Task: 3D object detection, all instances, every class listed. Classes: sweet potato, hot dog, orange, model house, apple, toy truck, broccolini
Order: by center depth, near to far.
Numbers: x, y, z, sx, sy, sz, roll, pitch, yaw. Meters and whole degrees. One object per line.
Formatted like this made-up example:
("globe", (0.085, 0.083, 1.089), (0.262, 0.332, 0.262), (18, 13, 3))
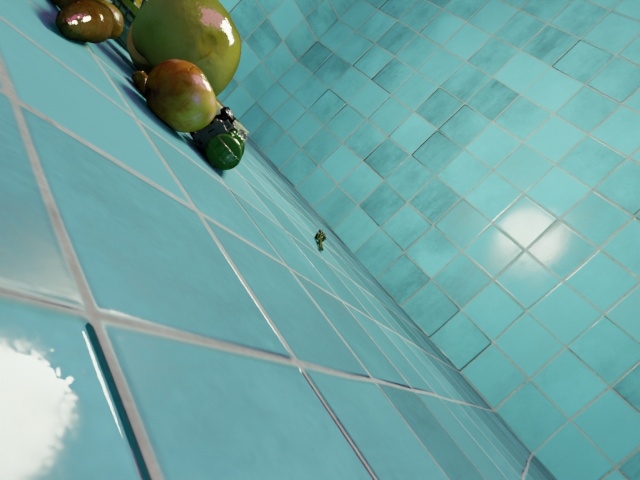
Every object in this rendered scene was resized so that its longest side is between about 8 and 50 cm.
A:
("sweet potato", (-0.457, -0.436, 0.864), (0.108, 0.079, 0.346), (24, 16, -45))
("apple", (-0.288, -0.292, 0.916), (0.146, 0.146, 0.146), (46, 5, -5))
("hot dog", (-0.377, -0.336, 0.976), (0.083, 0.035, 0.058), (49, 1, 26))
("toy truck", (-0.232, -0.241, 1.071), (0.125, 0.101, 0.242), (58, 3, -20))
("orange", (-0.520, -0.531, 1.076), (0.085, 0.085, 0.095), (47, 2, 9))
("apple", (-0.349, -0.503, 1.164), (0.292, 0.254, 0.292), (43, -19, 18))
("model house", (-0.538, -0.681, 1.388), (0.224, 0.215, 0.198), (47, 36, 11))
("broccolini", (0.001, -0.001, 1.529), (0.044, 0.042, 0.218), (45, 6, -7))

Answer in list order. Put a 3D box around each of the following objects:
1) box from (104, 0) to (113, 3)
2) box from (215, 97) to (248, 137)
("box", (-0.692, -0.820, 1.377), (0.047, 0.180, 0.325), (46, 5, 1))
("box", (-0.369, -0.433, 1.548), (0.212, 0.095, 0.168), (47, 7, 5))
